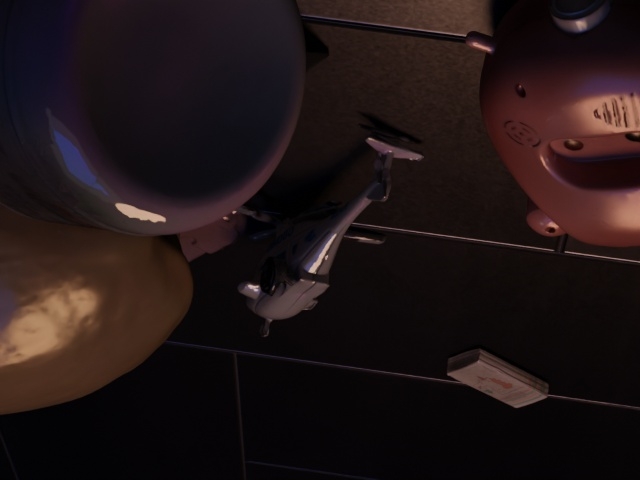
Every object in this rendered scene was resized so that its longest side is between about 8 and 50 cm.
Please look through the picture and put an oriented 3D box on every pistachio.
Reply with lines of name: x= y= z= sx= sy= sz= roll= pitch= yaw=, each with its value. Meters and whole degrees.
pistachio: x=-0.345 y=0.018 z=1.690 sx=0.445 sy=0.281 sz=0.365 roll=-3 pitch=137 yaw=-2

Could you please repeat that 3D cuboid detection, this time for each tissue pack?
tissue pack: x=0.198 y=0.154 z=1.990 sx=0.108 sy=0.023 sz=0.056 roll=28 pitch=146 yaw=-30

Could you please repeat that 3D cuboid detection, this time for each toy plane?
toy plane: x=0.010 y=0.002 z=1.694 sx=0.273 sy=0.107 sz=0.182 roll=-24 pitch=144 yaw=37

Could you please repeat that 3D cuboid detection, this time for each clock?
clock: x=0.235 y=-0.106 z=1.401 sx=0.227 sy=0.142 sz=0.241 roll=-5 pitch=144 yaw=24

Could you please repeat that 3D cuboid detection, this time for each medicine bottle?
medicine bottle: x=-0.185 y=-0.133 z=1.326 sx=0.241 sy=0.241 sz=0.302 roll=35 pitch=163 yaw=-38

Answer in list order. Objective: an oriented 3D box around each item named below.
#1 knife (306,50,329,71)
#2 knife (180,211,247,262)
knife: x=-0.096 y=-0.103 z=1.549 sx=0.245 sy=0.019 sz=0.072 roll=-29 pitch=168 yaw=28
knife: x=-0.206 y=0.025 z=1.873 sx=0.132 sy=0.038 sz=0.398 roll=26 pitch=146 yaw=-31
